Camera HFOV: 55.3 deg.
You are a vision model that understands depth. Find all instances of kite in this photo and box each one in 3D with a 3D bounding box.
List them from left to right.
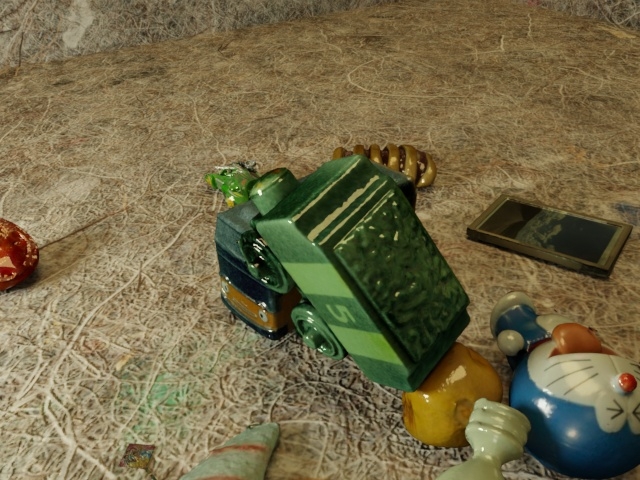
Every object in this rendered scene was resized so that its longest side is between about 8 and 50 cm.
[{"bbox_3d":[-0.214,0.271,0.751,0.078,0.002,0.044,14,36,26],"label":"kite"}]

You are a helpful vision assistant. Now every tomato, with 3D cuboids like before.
[{"bbox_3d":[-0.582,0.035,1.072,0.159,0.091,0.139,23,42,-9],"label":"tomato"}]

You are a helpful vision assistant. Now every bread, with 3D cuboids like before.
[{"bbox_3d":[0.136,-0.166,1.341,0.225,0.081,0.134,-3,31,1],"label":"bread"}]

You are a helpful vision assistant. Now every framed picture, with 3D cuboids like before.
[{"bbox_3d":[0.427,-0.016,1.144,0.260,0.023,0.189,19,36,31],"label":"framed picture"}]

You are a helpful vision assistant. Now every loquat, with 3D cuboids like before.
[{"bbox_3d":[0.154,0.187,0.752,0.113,0.137,0.137,26,27,-18],"label":"loquat"}]

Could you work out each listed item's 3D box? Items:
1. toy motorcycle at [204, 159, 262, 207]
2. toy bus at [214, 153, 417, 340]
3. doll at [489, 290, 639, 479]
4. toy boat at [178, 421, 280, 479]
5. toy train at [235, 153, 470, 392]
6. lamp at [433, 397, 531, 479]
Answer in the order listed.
[{"bbox_3d":[-0.169,-0.114,1.300,0.106,0.074,0.190,-28,40,-21],"label":"toy motorcycle"},{"bbox_3d":[0.000,0.000,0.986,0.324,0.194,0.162,-27,41,-33],"label":"toy bus"},{"bbox_3d":[0.304,0.164,0.747,0.215,0.161,0.256,20,25,-16],"label":"doll"},{"bbox_3d":[-0.116,0.289,0.658,0.206,0.096,0.282,-12,21,12],"label":"toy boat"},{"bbox_3d":[0.038,0.035,0.744,0.167,0.299,0.238,-45,21,-24],"label":"toy train"},{"bbox_3d":[0.160,0.258,0.621,0.106,0.106,0.193,16,56,27],"label":"lamp"}]
